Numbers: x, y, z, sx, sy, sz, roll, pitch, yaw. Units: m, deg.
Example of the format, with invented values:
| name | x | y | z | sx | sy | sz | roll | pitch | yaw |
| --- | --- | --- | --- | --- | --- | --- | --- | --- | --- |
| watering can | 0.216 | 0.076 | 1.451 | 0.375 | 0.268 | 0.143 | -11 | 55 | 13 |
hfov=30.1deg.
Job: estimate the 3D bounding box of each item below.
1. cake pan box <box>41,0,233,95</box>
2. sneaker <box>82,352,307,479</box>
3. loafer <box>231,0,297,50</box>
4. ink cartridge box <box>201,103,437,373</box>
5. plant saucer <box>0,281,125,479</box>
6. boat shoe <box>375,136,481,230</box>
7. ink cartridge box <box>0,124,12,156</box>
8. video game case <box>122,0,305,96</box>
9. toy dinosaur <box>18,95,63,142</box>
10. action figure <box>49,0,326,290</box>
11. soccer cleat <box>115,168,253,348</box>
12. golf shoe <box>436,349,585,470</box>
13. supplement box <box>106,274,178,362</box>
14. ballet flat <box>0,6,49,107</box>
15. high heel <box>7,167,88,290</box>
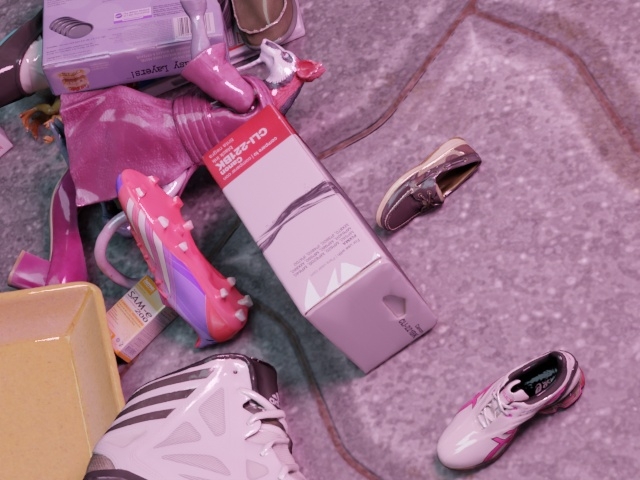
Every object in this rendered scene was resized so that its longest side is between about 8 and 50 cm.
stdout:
| name | x | y | z | sx | sy | sz | roll | pitch | yaw |
| --- | --- | --- | --- | --- | --- | --- | --- | --- | --- |
| cake pan box | -0.261 | -0.332 | 1.697 | 0.267 | 0.070 | 0.245 | -11 | 54 | 0 |
| sneaker | -0.049 | 0.250 | 1.315 | 0.448 | 0.169 | 0.257 | 10 | 60 | 20 |
| loafer | -0.097 | -0.377 | 1.686 | 0.094 | 0.087 | 0.251 | -20 | 58 | 13 |
| ink cartridge box | 0.000 | 0.000 | 1.407 | 0.114 | 0.197 | 0.273 | -38 | 55 | 3 |
| plant saucer | -0.408 | 0.230 | 1.460 | 0.333 | 0.081 | 0.332 | -8 | 61 | -17 |
| boat shoe | 0.134 | -0.065 | 1.468 | 0.152 | 0.056 | 0.049 | -45 | 50 | -3 |
| ink cartridge box | -0.555 | -0.138 | 1.780 | 0.150 | 0.109 | 0.063 | -41 | 54 | -1 |
| video game case | -0.171 | -0.333 | 1.765 | 0.285 | 0.025 | 0.204 | -20 | 58 | 13 |
| toy dinosaur | -0.386 | -0.196 | 1.780 | 0.112 | 0.064 | 0.211 | -17 | 45 | 2 |
| action figure | -0.161 | -0.144 | 1.526 | 0.370 | 0.248 | 0.275 | -20 | 58 | 16 |
| soccer cleat | -0.186 | 0.026 | 1.474 | 0.095 | 0.248 | 0.083 | -32 | 14 | 23 |
| golf shoe | 0.198 | 0.178 | 1.293 | 0.186 | 0.086 | 0.067 | -38 | 57 | 3 |
| supplement box | -0.239 | 0.102 | 1.556 | 0.098 | 0.036 | 0.062 | -45 | 56 | -4 |
| ballet flat | -0.404 | -0.291 | 1.772 | 0.096 | 0.095 | 0.280 | 15 | 52 | 19 |
| high heel | -0.329 | -0.014 | 1.652 | 0.117 | 0.082 | 0.244 | 22 | 56 | -1 |
